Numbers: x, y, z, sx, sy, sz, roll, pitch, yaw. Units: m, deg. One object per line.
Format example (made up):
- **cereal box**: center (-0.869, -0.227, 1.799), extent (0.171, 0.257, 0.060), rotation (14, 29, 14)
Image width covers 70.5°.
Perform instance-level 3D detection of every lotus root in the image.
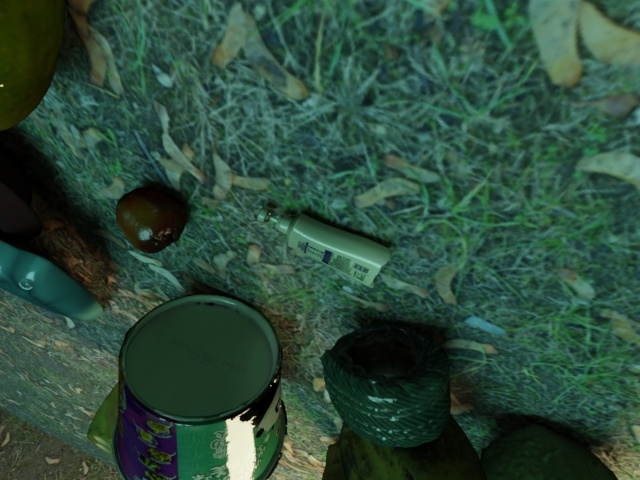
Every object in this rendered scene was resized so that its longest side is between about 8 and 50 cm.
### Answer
- **lotus root**: center (0.112, 0.277, 0.518), extent (0.154, 0.278, 0.153), rotation (-4, 109, -12)

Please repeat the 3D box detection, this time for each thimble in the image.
- **thimble**: center (0.077, 0.156, 0.508), extent (0.135, 0.118, 0.090), rotation (13, 124, 41)

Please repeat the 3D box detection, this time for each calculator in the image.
- **calculator**: center (-0.463, 0.051, 0.689), extent (0.256, 0.054, 0.386), rotation (28, 159, -7)

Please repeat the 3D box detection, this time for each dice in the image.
- **dice**: center (-0.334, 0.349, 0.895), extent (0.169, 0.169, 0.166), rotation (29, 139, -1)

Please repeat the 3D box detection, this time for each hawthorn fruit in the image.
- **hawthorn fruit**: center (-0.193, -0.025, 0.516), extent (0.077, 0.077, 0.077), rotation (16, 138, 15)

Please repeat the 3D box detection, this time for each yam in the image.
- **yam**: center (0.276, 0.372, 0.569), extent (0.202, 0.202, 0.271), rotation (-25, 128, -7)

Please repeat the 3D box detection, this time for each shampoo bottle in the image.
- **shampoo bottle**: center (0.000, 0.000, 0.459), extent (0.141, 0.034, 0.049), rotation (25, 146, 5)

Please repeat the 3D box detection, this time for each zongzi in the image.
- **zongzi**: center (0.063, 0.475, 0.813), extent (0.079, 0.160, 0.176), rotation (-18, 120, 35)

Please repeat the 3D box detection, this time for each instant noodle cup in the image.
- **instant noodle cup**: center (-0.157, 0.203, 0.613), extent (0.251, 0.251, 0.190), rotation (20, 130, 9)

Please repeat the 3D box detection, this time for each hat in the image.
- **hat**: center (-0.438, -0.079, 0.574), extent (0.206, 0.089, 0.205), rotation (20, 151, 11)

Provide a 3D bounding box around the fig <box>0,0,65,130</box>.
- **fig**: center (-0.284, -0.193, 0.333), extent (0.167, 0.167, 0.233), rotation (25, 116, 5)
